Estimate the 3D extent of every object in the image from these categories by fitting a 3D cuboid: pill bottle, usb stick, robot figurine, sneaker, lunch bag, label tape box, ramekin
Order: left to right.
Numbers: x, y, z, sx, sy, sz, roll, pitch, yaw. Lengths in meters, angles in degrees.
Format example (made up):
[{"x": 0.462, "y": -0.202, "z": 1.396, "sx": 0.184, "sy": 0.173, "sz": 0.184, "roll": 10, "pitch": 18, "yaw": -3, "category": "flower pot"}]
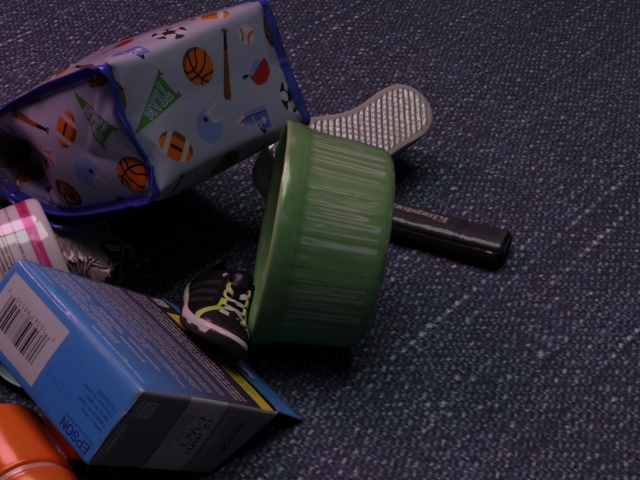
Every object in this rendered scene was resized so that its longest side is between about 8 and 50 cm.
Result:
[{"x": -0.467, "y": 0.067, "z": 1.612, "sx": 0.283, "sy": 0.160, "sz": 0.160, "roll": -22, "pitch": 42, "yaw": -13, "category": "pill bottle"}, {"x": -0.344, "y": 0.271, "z": 1.403, "sx": 0.158, "sy": 0.128, "sz": 0.219, "roll": -12, "pitch": 38, "yaw": -31, "category": "robot figurine"}, {"x": -0.354, "y": 0.040, "z": 1.757, "sx": 0.132, "sy": 0.086, "sz": 0.228, "roll": 32, "pitch": 43, "yaw": 29, "category": "sneaker"}, {"x": -0.266, "y": -0.167, "z": 1.805, "sx": 0.385, "sy": 0.239, "sz": 0.328, "roll": -7, "pitch": 17, "yaw": 45, "category": "lunch bag"}, {"x": -0.211, "y": 0.163, "z": 1.519, "sx": 0.249, "sy": 0.115, "sz": 0.347, "roll": 41, "pitch": 8, "yaw": 31, "category": "label tape box"}, {"x": -0.128, "y": 0.075, "z": 1.625, "sx": 0.084, "sy": 0.097, "sz": 0.234, "roll": 37, "pitch": 3, "yaw": -22, "category": "sneaker"}, {"x": 0.000, "y": 0.000, "z": 1.677, "sx": 0.148, "sy": 0.303, "sz": 0.303, "roll": 10, "pitch": 35, "yaw": -6, "category": "ramekin"}, {"x": 0.024, "y": -0.123, "z": 1.987, "sx": 0.366, "sy": 0.150, "sz": 0.135, "roll": -25, "pitch": 76, "yaw": -38, "category": "sneaker"}, {"x": 0.156, "y": -0.021, "z": 1.926, "sx": 0.278, "sy": 0.045, "sz": 0.077, "roll": 15, "pitch": 35, "yaw": 16, "category": "usb stick"}]

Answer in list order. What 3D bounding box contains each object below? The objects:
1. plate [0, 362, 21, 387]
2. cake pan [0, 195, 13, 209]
[{"x": -0.341, "y": 0.145, "z": 1.663, "sx": 0.188, "sy": 0.024, "sz": 0.188, "roll": 3, "pitch": 36, "yaw": -3, "category": "plate"}, {"x": -0.525, "y": -0.043, "z": 1.878, "sx": 0.293, "sy": 0.054, "sz": 0.293, "roll": 3, "pitch": 35, "yaw": -2, "category": "cake pan"}]
